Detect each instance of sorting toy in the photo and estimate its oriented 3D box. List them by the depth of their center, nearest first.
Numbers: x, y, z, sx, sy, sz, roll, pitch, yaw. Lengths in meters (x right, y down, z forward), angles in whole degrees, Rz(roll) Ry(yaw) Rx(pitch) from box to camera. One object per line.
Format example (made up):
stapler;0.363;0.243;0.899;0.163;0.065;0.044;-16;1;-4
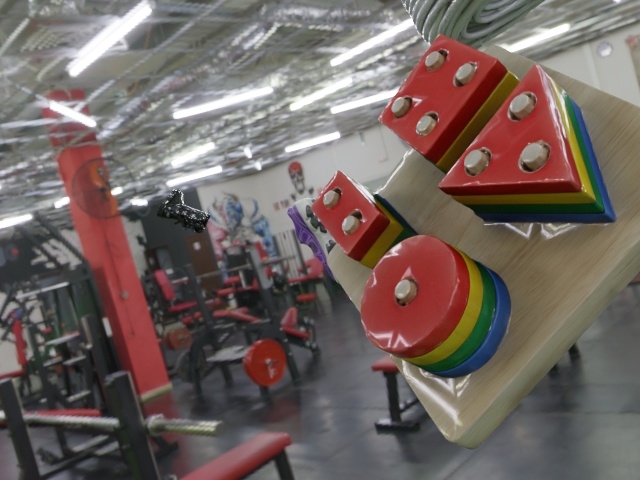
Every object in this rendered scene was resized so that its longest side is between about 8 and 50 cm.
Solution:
sorting toy;0.107;-0.028;0.505;0.257;0.089;0.255;-53;34;12

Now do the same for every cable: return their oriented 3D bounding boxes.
cable;0.206;-0.307;0.688;0.257;0.089;0.257;-33;-6;3

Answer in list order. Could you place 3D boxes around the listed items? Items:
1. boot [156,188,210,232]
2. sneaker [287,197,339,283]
boot;-0.280;-0.062;1.369;0.099;0.045;0.121;19;25;-1
sneaker;0.000;0.000;1.163;0.071;0.170;0.068;-14;20;46
